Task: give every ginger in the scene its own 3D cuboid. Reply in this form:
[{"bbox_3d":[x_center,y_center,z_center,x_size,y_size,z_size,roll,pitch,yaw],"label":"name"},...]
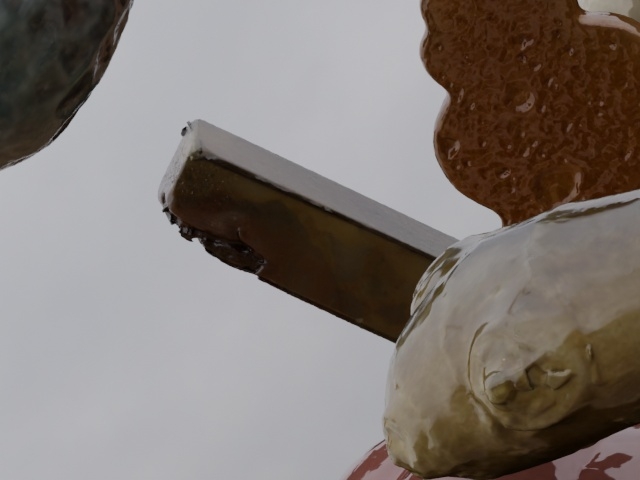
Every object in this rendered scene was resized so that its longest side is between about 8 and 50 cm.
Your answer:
[{"bbox_3d":[0.109,0.020,0.590,0.148,0.081,0.333,-24,3,-37],"label":"ginger"}]

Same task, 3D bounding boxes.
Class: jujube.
[{"bbox_3d":[-0.254,-0.203,1.316,0.215,0.246,0.308,-45,19,53],"label":"jujube"}]

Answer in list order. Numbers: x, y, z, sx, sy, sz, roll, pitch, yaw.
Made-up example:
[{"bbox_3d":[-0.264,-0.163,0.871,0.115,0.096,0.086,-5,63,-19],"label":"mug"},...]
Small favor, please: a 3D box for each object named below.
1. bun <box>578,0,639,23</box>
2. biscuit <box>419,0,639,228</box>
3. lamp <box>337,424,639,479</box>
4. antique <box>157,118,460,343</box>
[{"bbox_3d":[0.355,-0.215,1.576,0.299,0.165,0.299,-4,-21,-1],"label":"bun"},{"bbox_3d":[0.198,-0.080,1.444,0.202,0.334,0.047,-31,8,21],"label":"biscuit"},{"bbox_3d":[0.127,0.203,0.797,0.305,0.305,0.240,97,-168,-71],"label":"lamp"},{"bbox_3d":[0.000,0.000,1.655,0.093,0.310,0.087,-60,15,18],"label":"antique"}]
